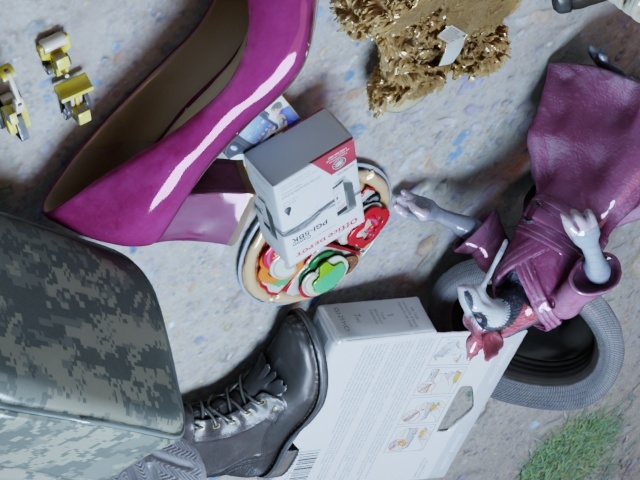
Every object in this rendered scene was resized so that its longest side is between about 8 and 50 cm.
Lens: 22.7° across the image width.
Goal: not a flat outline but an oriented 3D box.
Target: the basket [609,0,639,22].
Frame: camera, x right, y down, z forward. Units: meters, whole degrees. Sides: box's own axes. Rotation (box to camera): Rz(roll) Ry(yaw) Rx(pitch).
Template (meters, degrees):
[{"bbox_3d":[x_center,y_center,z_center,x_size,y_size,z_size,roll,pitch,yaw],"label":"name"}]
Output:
[{"bbox_3d":[0.447,-0.375,1.550,0.331,0.266,0.328,-22,142,-29],"label":"basket"}]

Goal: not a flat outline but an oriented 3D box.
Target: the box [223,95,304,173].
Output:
[{"bbox_3d":[-0.076,-0.123,1.525,0.081,0.028,0.136,-42,149,1],"label":"box"}]

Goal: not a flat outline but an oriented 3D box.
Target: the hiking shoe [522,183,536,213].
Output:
[{"bbox_3d":[0.322,-0.112,1.912,0.227,0.086,0.114,-40,134,-11],"label":"hiking shoe"}]

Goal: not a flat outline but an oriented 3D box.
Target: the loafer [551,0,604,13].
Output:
[{"bbox_3d":[0.255,-0.325,1.505,0.078,0.080,0.220,0,110,5],"label":"loafer"}]

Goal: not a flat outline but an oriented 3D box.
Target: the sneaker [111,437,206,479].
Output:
[{"bbox_3d":[-0.290,0.289,1.709,0.321,0.124,0.180,-1,138,-23],"label":"sneaker"}]

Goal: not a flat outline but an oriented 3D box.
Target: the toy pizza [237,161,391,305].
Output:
[{"bbox_3d":[0.000,0.000,1.741,0.201,0.032,0.201,-27,145,-21],"label":"toy pizza"}]

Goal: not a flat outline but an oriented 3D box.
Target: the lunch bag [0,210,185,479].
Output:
[{"bbox_3d":[-0.312,0.120,1.402,0.256,0.212,0.305,-31,152,25],"label":"lunch bag"}]

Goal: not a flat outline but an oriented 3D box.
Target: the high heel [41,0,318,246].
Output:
[{"bbox_3d":[-0.118,-0.154,1.380,0.181,0.127,0.377,5,116,-23],"label":"high heel"}]

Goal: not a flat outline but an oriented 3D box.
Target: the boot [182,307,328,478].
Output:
[{"bbox_3d":[-0.122,0.199,1.804,0.229,0.091,0.263,-4,125,-32],"label":"boot"}]

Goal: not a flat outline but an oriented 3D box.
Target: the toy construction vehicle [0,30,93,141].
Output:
[{"bbox_3d":[-0.233,-0.124,1.356,0.086,0.035,0.098,-26,144,-22],"label":"toy construction vehicle"}]

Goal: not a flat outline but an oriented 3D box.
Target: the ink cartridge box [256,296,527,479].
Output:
[{"bbox_3d":[0.079,0.192,1.955,0.261,0.066,0.296,-2,136,-28],"label":"ink cartridge box"}]

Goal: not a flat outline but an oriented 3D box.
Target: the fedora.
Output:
[{"bbox_3d":[0.262,0.080,1.970,0.275,0.244,0.124,69,34,-46],"label":"fedora"}]

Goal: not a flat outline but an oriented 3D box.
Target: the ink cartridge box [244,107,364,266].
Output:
[{"bbox_3d":[-0.013,-0.051,1.595,0.099,0.056,0.135,-32,146,-15],"label":"ink cartridge box"}]

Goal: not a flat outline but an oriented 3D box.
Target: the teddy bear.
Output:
[{"bbox_3d":[0.116,-0.251,1.520,0.245,0.113,0.338,-32,154,-4],"label":"teddy bear"}]

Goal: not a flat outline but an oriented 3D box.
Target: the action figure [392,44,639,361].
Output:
[{"bbox_3d":[0.270,-0.017,1.790,0.276,0.248,0.370,33,88,-46],"label":"action figure"}]
